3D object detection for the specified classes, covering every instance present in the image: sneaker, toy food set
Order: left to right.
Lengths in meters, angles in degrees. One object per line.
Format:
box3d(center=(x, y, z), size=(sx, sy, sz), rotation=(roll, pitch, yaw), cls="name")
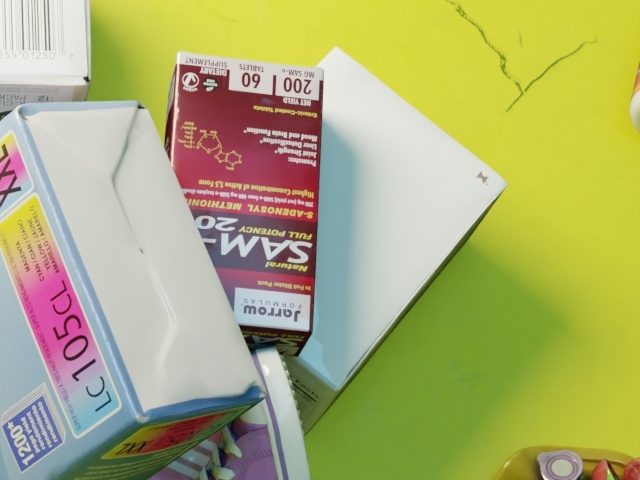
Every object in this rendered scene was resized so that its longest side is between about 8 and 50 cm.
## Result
box3d(center=(-0.090, 0.227, 1.574), size=(0.161, 0.102, 0.282), rotation=(-3, 106, -8), cls="sneaker")
box3d(center=(0.262, 0.241, 1.723), size=(0.218, 0.071, 0.128), rotation=(4, 68, -11), cls="toy food set")

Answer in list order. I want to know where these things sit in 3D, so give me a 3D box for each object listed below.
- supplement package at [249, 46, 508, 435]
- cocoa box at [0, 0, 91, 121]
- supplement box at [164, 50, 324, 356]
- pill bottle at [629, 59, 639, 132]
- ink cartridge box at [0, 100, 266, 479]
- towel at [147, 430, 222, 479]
box3d(center=(0.000, 0.000, 1.722), size=(0.204, 0.145, 0.262), rotation=(39, 65, 4), cls="supplement package")
box3d(center=(-0.382, -0.194, 1.668), size=(0.347, 0.228, 0.231), rotation=(0, 69, -13), cls="cocoa box")
box3d(center=(-0.069, -0.031, 1.599), size=(0.130, 0.073, 0.239), rotation=(5, 70, -9), cls="supplement box")
box3d(center=(0.385, -0.204, 1.903), size=(0.121, 0.121, 0.216), rotation=(18, 66, -5), cls="pill bottle")
box3d(center=(-0.258, 0.103, 1.537), size=(0.151, 0.395, 0.270), rotation=(-4, 64, -48), cls="ink cartridge box")
box3d(center=(-0.133, 0.183, 1.646), size=(0.144, 0.029, 0.197), rotation=(23, 88, -1), cls="towel")
